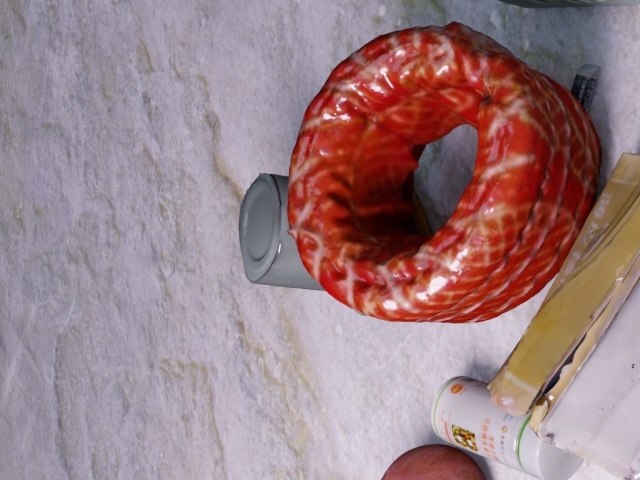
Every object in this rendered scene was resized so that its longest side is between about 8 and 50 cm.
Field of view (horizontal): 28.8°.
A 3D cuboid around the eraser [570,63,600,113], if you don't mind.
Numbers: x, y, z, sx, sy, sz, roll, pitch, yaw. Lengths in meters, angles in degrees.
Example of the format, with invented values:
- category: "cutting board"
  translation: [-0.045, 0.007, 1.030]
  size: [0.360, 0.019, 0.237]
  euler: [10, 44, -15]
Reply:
- category: "eraser"
  translation: [0.310, -0.164, 1.498]
  size: [0.027, 0.019, 0.099]
  euler: [25, 104, 50]

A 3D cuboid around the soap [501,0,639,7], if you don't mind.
- category: "soap"
  translation: [0.292, -0.325, 1.437]
  size: [0.265, 0.159, 0.088]
  euler: [11, 93, 51]

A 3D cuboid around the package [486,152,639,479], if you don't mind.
- category: "package"
  translation: [0.297, 0.061, 1.306]
  size: [0.221, 0.165, 0.311]
  euler: [36, 96, 47]

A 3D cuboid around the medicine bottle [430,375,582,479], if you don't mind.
- category: "medicine bottle"
  translation: [0.221, 0.223, 1.489]
  size: [0.183, 0.086, 0.086]
  euler: [14, 95, 52]

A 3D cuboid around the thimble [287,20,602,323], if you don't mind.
- category: "thimble"
  translation: [0.138, -0.074, 1.463]
  size: [0.350, 0.230, 0.350]
  euler: [-7, 77, 35]

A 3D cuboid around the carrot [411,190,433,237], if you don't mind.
- category: "carrot"
  translation: [0.128, -0.019, 1.685]
  size: [0.048, 0.048, 0.216]
  euler: [-40, 50, 40]

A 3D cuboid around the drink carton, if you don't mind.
- category: "drink carton"
  translation: [0.000, 0.000, 1.696]
  size: [0.191, 0.189, 0.185]
  euler: [-45, 49, 54]

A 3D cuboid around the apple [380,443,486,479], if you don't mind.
- category: "apple"
  translation: [0.135, 0.331, 1.549]
  size: [0.153, 0.120, 0.153]
  euler: [-10, 77, 50]
